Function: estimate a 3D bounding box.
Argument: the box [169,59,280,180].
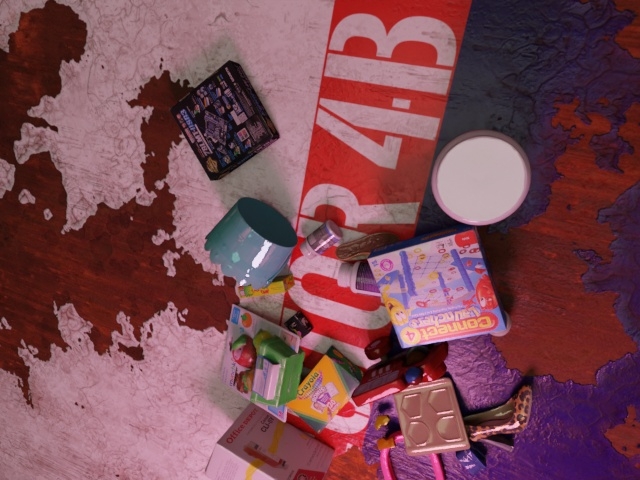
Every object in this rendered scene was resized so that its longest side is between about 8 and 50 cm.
[{"bbox_3d":[-0.332,-0.404,1.477,0.293,0.073,0.296,-30,91,23],"label":"box"}]

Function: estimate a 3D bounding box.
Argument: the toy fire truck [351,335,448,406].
[{"bbox_3d":[0.256,0.404,1.343,0.302,0.254,0.169,-28,91,22],"label":"toy fire truck"}]

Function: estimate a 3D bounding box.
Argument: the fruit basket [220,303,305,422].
[{"bbox_3d":[-0.237,0.440,1.559,0.352,0.165,0.327,16,100,30],"label":"fruit basket"}]

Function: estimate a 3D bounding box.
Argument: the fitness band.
[{"bbox_3d":[0.324,0.804,1.511,0.208,0.054,0.291,-14,97,21],"label":"fitness band"}]

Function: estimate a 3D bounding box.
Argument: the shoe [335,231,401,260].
[{"bbox_3d":[0.157,0.021,1.411,0.218,0.058,0.077,-11,77,17],"label":"shoe"}]

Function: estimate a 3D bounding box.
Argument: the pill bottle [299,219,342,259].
[{"bbox_3d":[0.000,0.000,1.443,0.137,0.078,0.078,-38,87,22],"label":"pill bottle"}]

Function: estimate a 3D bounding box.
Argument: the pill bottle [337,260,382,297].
[{"bbox_3d":[0.159,0.125,1.398,0.193,0.108,0.108,8,103,17],"label":"pill bottle"}]

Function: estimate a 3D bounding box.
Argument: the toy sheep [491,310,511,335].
[{"bbox_3d":[0.534,0.246,1.298,0.091,0.132,0.091,-19,53,27],"label":"toy sheep"}]

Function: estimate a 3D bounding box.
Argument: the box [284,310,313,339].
[{"bbox_3d":[-0.077,0.308,1.547,0.062,0.052,0.083,-40,85,22],"label":"box"}]

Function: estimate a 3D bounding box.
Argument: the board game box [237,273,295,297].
[{"bbox_3d":[-0.193,0.164,1.535,0.181,0.092,0.043,-10,97,21],"label":"board game box"}]

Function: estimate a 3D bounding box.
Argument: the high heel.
[{"bbox_3d":[0.547,0.541,1.359,0.186,0.093,0.261,16,111,13],"label":"high heel"}]

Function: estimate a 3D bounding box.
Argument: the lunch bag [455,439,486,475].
[{"bbox_3d":[0.506,0.719,1.423,0.098,0.067,0.065,44,112,5],"label":"lunch bag"}]

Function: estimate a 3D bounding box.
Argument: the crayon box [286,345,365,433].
[{"bbox_3d":[0.017,0.536,1.545,0.165,0.081,0.278,38,111,8],"label":"crayon box"}]

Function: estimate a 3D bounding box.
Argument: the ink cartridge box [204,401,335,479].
[{"bbox_3d":[-0.178,0.806,1.561,0.384,0.279,0.161,25,107,13],"label":"ink cartridge box"}]

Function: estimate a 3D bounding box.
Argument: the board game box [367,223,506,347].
[{"bbox_3d":[0.331,0.134,1.228,0.308,0.086,0.302,-18,102,24],"label":"board game box"}]

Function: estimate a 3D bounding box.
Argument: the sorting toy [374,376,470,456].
[{"bbox_3d":[0.324,0.603,1.453,0.307,0.041,0.229,-20,74,23],"label":"sorting toy"}]

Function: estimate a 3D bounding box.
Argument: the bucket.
[{"bbox_3d":[-0.220,0.002,1.422,0.281,0.281,0.183,44,112,6],"label":"bucket"}]

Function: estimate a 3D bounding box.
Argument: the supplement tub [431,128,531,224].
[{"bbox_3d":[0.417,-0.168,1.132,0.235,0.325,0.236,4,102,18],"label":"supplement tub"}]
